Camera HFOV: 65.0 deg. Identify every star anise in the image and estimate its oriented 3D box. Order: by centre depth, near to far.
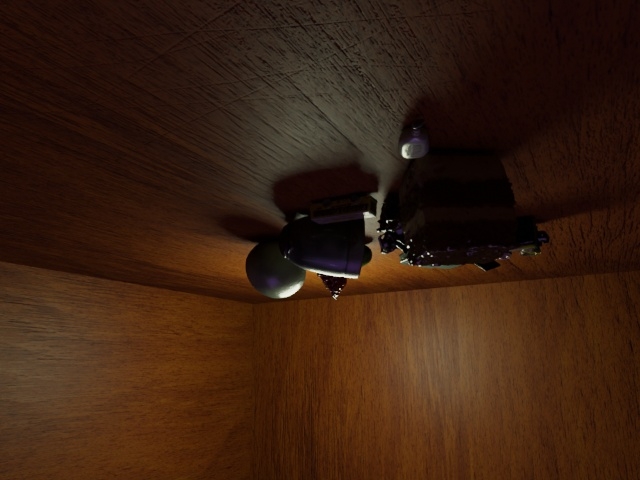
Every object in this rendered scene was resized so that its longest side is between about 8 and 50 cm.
[{"bbox_3d":[0.262,-0.048,1.698,0.126,0.189,0.220,6,166,-10],"label":"star anise"}]

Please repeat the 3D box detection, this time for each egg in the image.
[{"bbox_3d":[-0.199,0.130,2.258,0.259,0.258,0.352,-3,165,10],"label":"egg"}]

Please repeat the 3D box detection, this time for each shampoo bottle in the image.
[{"bbox_3d":[0.226,-0.246,1.212,0.077,0.045,0.152,-1,168,9],"label":"shampoo bottle"}]

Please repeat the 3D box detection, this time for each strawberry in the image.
[{"bbox_3d":[0.026,0.107,2.361,0.150,0.253,0.280,-35,125,-3],"label":"strawberry"}]

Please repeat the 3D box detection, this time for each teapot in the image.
[{"bbox_3d":[0.000,0.000,1.911,0.313,0.233,0.315,6,-167,-2],"label":"teapot"}]

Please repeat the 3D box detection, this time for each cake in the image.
[{"bbox_3d":[0.373,-0.080,1.386,0.282,0.290,0.255,0,167,-5],"label":"cake"}]

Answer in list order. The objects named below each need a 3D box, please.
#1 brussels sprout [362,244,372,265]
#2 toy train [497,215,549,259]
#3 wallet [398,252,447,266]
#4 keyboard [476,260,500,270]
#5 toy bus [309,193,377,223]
[{"bbox_3d":[0.164,0.073,2.334,0.155,0.117,0.155,-8,161,-3],"label":"brussels sprout"},{"bbox_3d":[0.773,-0.004,2.025,0.261,0.133,0.177,-9,163,30],"label":"toy train"},{"bbox_3d":[0.576,0.074,2.446,0.361,0.083,0.252,7,159,-28],"label":"wallet"},{"bbox_3d":[0.642,0.076,2.054,0.104,0.381,0.041,-14,131,-30],"label":"keyboard"},{"bbox_3d":[0.076,-0.107,1.700,0.227,0.074,0.081,-6,164,24],"label":"toy bus"}]
